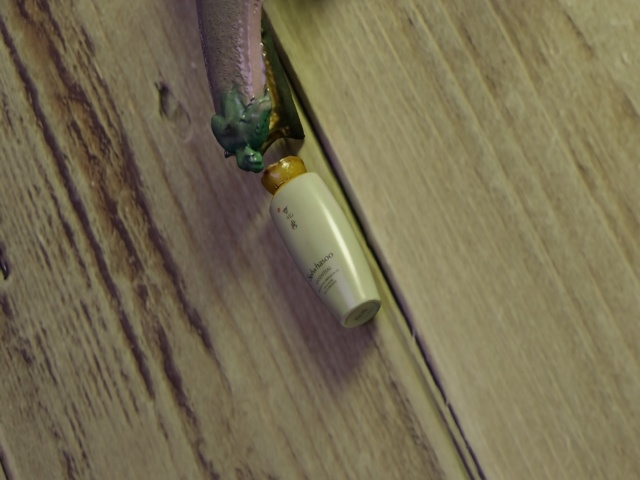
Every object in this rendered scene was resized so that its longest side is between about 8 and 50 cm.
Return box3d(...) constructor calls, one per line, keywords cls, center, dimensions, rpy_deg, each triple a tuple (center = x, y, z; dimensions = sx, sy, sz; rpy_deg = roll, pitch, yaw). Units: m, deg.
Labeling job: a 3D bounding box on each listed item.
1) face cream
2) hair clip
box3d(cls="face cream", center=(0.000, 0.000, 1.933), dimensions=(0.072, 0.051, 0.182), rpy_deg=(-48, 57, 33))
box3d(cls="hair clip", center=(-0.076, -0.249, 1.934), dimensions=(0.110, 0.095, 0.359), rpy_deg=(-107, 10, -76))
